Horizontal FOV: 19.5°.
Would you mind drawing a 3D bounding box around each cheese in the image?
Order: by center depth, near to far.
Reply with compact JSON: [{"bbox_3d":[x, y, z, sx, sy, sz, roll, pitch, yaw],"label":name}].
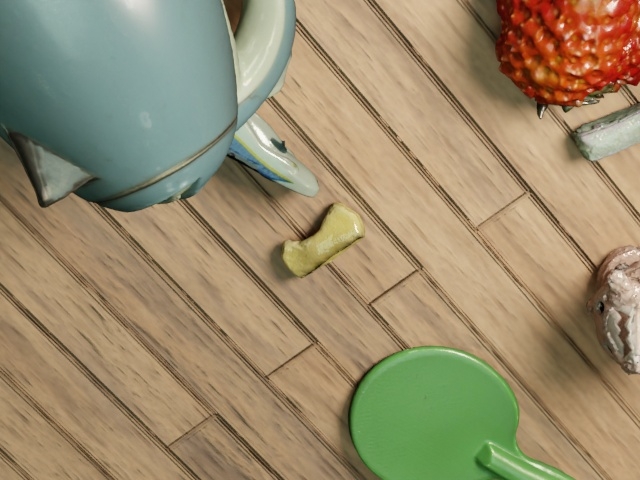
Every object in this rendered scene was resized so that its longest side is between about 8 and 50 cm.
[{"bbox_3d":[0.000,0.000,1.700,0.083,0.030,0.044,-34,93,19],"label":"cheese"}]

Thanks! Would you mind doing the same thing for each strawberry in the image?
[{"bbox_3d":[0.236,-0.206,1.561,0.175,0.107,0.236,0,117,-3],"label":"strawberry"}]

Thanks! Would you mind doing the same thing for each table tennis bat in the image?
[{"bbox_3d":[0.147,0.197,1.808,0.257,0.039,0.160,31,111,-12],"label":"table tennis bat"}]

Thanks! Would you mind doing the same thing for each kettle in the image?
[{"bbox_3d":[-0.162,-0.200,1.469,0.319,0.247,0.342,-41,111,-29],"label":"kettle"}]

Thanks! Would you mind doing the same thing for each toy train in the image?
[{"bbox_3d":[-0.094,-0.110,1.626,0.234,0.052,0.051,28,108,-16],"label":"toy train"}]

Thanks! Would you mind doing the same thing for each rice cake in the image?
[{"bbox_3d":[0.325,-0.122,1.651,0.207,0.033,0.033,-23,111,8],"label":"rice cake"}]

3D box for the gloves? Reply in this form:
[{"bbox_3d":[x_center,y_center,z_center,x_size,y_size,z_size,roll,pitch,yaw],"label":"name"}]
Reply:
[{"bbox_3d":[0.290,0.063,1.684,0.094,0.144,0.110,-22,94,9],"label":"gloves"}]
